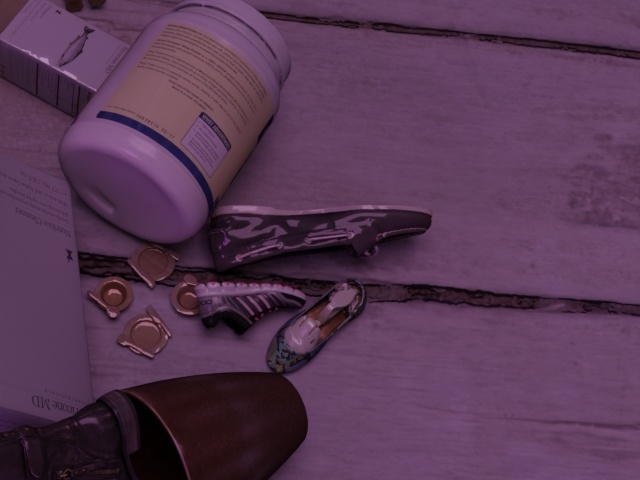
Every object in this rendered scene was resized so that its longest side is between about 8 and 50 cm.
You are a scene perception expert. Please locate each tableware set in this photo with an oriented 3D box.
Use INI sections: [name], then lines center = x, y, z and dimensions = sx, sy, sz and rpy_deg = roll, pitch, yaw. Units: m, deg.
[tableware set]
center = -0.245, 0.080, 1.982
dimensions = 0.141, 0.020, 0.169
rpy_deg = 42, 62, 10

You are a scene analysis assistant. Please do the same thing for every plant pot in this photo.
[plant pot]
center = -0.137, 0.261, 1.822
dimensions = 0.230, 0.215, 0.215
rpy_deg = -20, 68, -35

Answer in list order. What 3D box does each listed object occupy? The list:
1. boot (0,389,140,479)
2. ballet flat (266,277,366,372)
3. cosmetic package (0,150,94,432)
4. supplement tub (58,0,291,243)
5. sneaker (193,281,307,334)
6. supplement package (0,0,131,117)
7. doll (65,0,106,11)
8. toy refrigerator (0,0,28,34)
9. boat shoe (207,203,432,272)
[boot]
center = -0.333, 0.317, 1.707
dimensions = 0.229, 0.263, 0.091
rpy_deg = -20, 27, -36
[ballet flat]
center = -0.004, 0.117, 1.990
dimensions = 0.070, 0.070, 0.188
rpy_deg = 42, 63, 11
[cosmetic package]
center = -0.431, 0.084, 1.809
dimensions = 0.156, 0.217, 0.385
rpy_deg = -24, 63, 23
[supplement tub]
center = -0.203, -0.183, 2.006
dimensions = 0.235, 0.235, 0.325
rpy_deg = 29, 61, 4
[sneaker]
center = -0.101, 0.099, 1.982
dimensions = 0.170, 0.063, 0.074
rpy_deg = 3, 84, -25
[supplement package]
center = -0.386, -0.271, 2.085
dimensions = 0.179, 0.105, 0.105
rpy_deg = 29, 60, 3
[doll]
center = -0.401, -0.458, 2.212
dimensions = 0.129, 0.046, 0.189
rpy_deg = -15, 65, -1
[toy refrigerator]
center = -0.526, -0.369, 2.097
dimensions = 0.102, 0.094, 0.269
rpy_deg = 15, 59, 19
[boat shoe]
center = 0.000, 0.000, 2.036
dimensions = 0.335, 0.112, 0.095
rpy_deg = -1, 81, -6
